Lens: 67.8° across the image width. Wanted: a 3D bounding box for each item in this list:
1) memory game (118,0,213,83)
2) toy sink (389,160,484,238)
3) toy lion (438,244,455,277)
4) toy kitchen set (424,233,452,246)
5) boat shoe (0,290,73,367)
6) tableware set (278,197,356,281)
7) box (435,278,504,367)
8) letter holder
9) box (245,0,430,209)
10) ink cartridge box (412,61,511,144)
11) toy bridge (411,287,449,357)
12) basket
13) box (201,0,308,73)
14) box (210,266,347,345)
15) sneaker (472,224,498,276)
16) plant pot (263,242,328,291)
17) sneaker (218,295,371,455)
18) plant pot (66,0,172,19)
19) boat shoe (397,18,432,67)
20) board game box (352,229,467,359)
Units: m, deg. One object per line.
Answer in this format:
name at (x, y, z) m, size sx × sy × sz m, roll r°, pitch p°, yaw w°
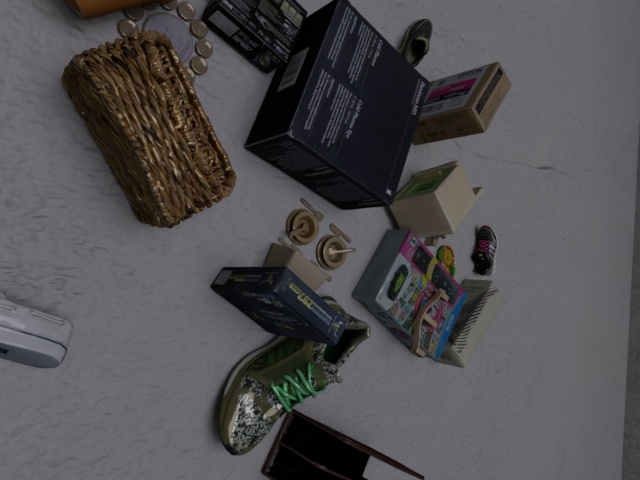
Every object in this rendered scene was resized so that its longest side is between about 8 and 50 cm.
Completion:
memory game at (-0.295, -0.390, 0.921) m, size 0.186 × 0.012 × 0.186 m, roll 1°, pitch 89°, yaw -39°
toy sink at (0.320, -0.124, 1.304) m, size 0.234 × 0.152 × 0.131 m, roll -42°, pitch 111°, yaw -38°
toy lion at (0.383, 0.069, 1.445) m, size 0.100 × 0.034 × 0.096 m, roll 55°, pitch 52°, yaw -24°
toy kitchen set at (0.363, -0.012, 1.402) m, size 0.075 × 0.068 × 0.083 m, roll 31°, pitch 72°, yaw -34°
boat shoe at (-0.508, 0.114, 0.716) m, size 0.258 × 0.095 × 0.084 m, roll 37°, pitch 40°, yaw -35°
tableware set at (0.000, 0.000, 1.134) m, size 0.194 × 0.039 × 0.128 m, roll 40°, pitch 66°, yaw -31°
box at (0.434, 0.243, 1.432) m, size 0.275 × 0.113 × 0.094 m, roll -48°, pitch 116°, yaw -29°
letter holder at (0.063, 0.528, 1.071) m, size 0.302 × 0.214 × 0.152 m, roll 39°, pitch 67°, yaw -32°
box at (0.050, -0.290, 1.087) m, size 0.312 × 0.179 × 0.343 m, roll 30°, pitch 72°, yaw -33°
ink cartridge box at (0.366, -0.368, 1.299) m, size 0.088 × 0.234 × 0.193 m, roll 47°, pitch 63°, yaw -29°
toy bridge at (0.279, 0.207, 1.242) m, size 0.063 × 0.026 × 0.188 m, roll 39°, pitch 68°, yaw -30°
basket at (-0.253, -0.198, 0.817) m, size 0.223 × 0.213 × 0.299 m, roll -33°, pitch 111°, yaw -29°
box at (-0.134, -0.473, 1.000) m, size 0.180 × 0.077 × 0.147 m, roll 31°, pitch 67°, yaw -34°
box at (-0.087, 0.126, 0.943) m, size 0.183 × 0.232 × 0.059 m, roll 45°, pitch 62°, yaw -30°
sneaker at (0.529, 0.037, 1.535) m, size 0.074 × 0.063 × 0.170 m, roll -10°, pitch 101°, yaw -44°
plant pot at (-0.069, 0.081, 1.044) m, size 0.109 × 0.109 × 0.096 m, roll 40°, pitch 76°, yaw -31°
sneaker at (-0.044, 0.279, 1.008) m, size 0.410 × 0.182 × 0.158 m, roll -46°, pitch 117°, yaw -28°
plant pot at (-0.347, -0.468, 0.778) m, size 0.188 × 0.205 × 0.205 m, roll -38°, pitch 113°, yaw -15°
boat shoe at (0.269, -0.540, 1.326) m, size 0.080 × 0.073 × 0.223 m, roll 46°, pitch 64°, yaw -29°
board game box at (0.252, 0.148, 1.298) m, size 0.303 × 0.097 × 0.224 m, roll 44°, pitch 65°, yaw -30°
